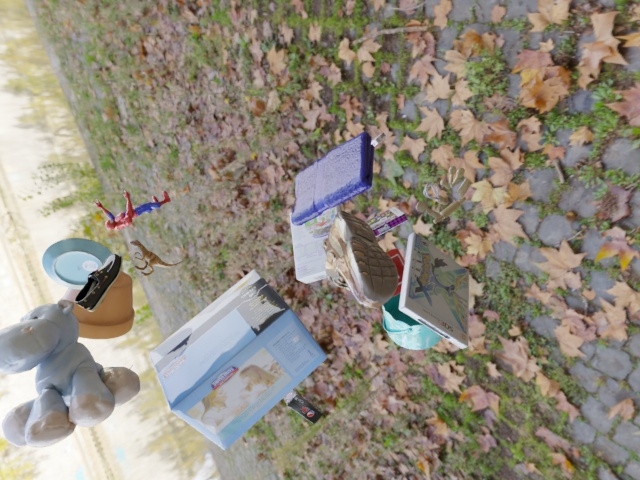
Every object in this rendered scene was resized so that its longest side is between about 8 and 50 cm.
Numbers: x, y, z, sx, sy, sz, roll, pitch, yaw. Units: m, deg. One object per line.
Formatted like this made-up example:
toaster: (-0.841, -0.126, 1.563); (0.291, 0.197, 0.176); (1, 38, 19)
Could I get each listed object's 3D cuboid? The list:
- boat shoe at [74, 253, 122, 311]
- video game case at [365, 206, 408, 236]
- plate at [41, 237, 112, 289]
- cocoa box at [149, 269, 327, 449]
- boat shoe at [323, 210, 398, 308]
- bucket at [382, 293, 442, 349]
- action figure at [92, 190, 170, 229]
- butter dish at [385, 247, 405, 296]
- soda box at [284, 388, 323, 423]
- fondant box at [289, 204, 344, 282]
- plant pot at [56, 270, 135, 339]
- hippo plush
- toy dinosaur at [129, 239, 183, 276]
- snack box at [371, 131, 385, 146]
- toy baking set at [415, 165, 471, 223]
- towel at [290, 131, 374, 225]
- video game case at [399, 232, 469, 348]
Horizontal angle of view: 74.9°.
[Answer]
boat shoe: (-0.466, 0.082, 0.884); (0.049, 0.132, 0.042); (2, 148, 32)
video game case: (0.267, -0.072, 1.915); (0.041, 0.232, 0.210); (61, -176, -12)
plate: (-0.682, 0.074, 1.185); (0.024, 0.189, 0.188); (-113, 26, -52)
cocoa box: (-0.206, 0.296, 1.076); (0.228, 0.347, 0.231); (35, 160, 51)
boat shoe: (0.074, 0.052, 0.899); (0.116, 0.123, 0.324); (-56, 18, 20)
bucket: (0.375, 0.282, 1.660); (0.281, 0.281, 0.182); (33, 144, 39)
action figure: (-0.664, -0.131, 1.462); (0.092, 0.280, 0.138); (-22, 109, 27)
butter dish: (0.255, 0.133, 1.605); (0.118, 0.160, 0.160); (-36, 79, 51)
soda box: (-0.067, 0.666, 1.680); (0.169, 0.060, 0.053); (45, 177, -25)
fondant box: (0.000, 0.000, 1.854); (0.239, 0.096, 0.329); (-18, 66, 22)
plant pot: (-0.882, 0.232, 1.669); (0.291, 0.291, 0.203); (31, 107, 41)
hippo plush: (-0.514, 0.240, 0.859); (0.235, 0.294, 0.236); (-15, 100, 12)
toy dinosaur: (-0.611, 0.077, 1.534); (0.211, 0.112, 0.064); (42, 173, -40)
snack box: (0.173, -0.348, 1.598); (0.022, 0.064, 0.178); (48, 143, -9)
toy baking set: (0.439, -0.158, 1.498); (0.030, 0.256, 0.196); (38, 163, 47)
towel: (0.040, -0.183, 1.306); (0.308, 0.076, 0.227); (-26, 46, 38)
video game case: (0.414, 0.171, 1.480); (0.300, 0.328, 0.036); (33, 138, -19)
